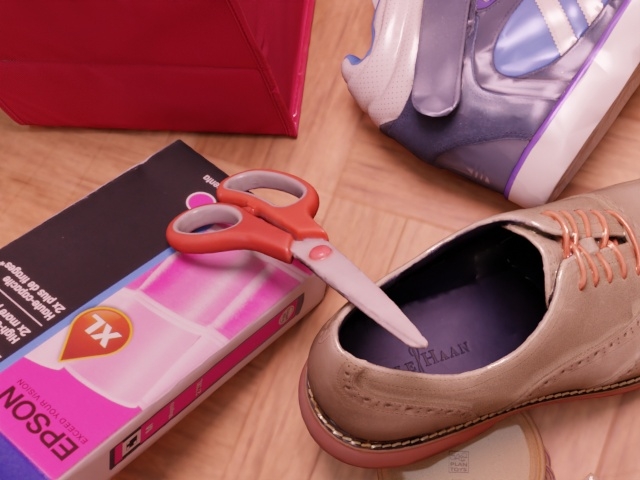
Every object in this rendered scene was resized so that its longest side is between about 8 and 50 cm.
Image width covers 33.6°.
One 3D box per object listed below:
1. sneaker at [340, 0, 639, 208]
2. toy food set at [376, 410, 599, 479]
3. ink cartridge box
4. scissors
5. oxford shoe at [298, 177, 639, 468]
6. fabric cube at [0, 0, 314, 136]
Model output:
[{"bbox_3d":[0.158,-0.204,0.837,0.236,0.130,0.323,33,87,15],"label":"sneaker"},{"bbox_3d":[0.107,0.161,0.780,0.132,0.038,0.192,-45,71,-1],"label":"toy food set"},{"bbox_3d":[-0.171,0.071,0.757,0.175,0.069,0.371,36,53,20],"label":"ink cartridge box"},{"bbox_3d":[0.000,0.000,0.710,0.109,0.021,0.297,-31,30,-29],"label":"scissors"},{"bbox_3d":[0.175,0.034,0.723,0.397,0.146,0.140,-26,67,-15],"label":"oxford shoe"},{"bbox_3d":[-0.148,-0.249,0.848,0.258,0.259,0.254,3,72,10],"label":"fabric cube"}]
